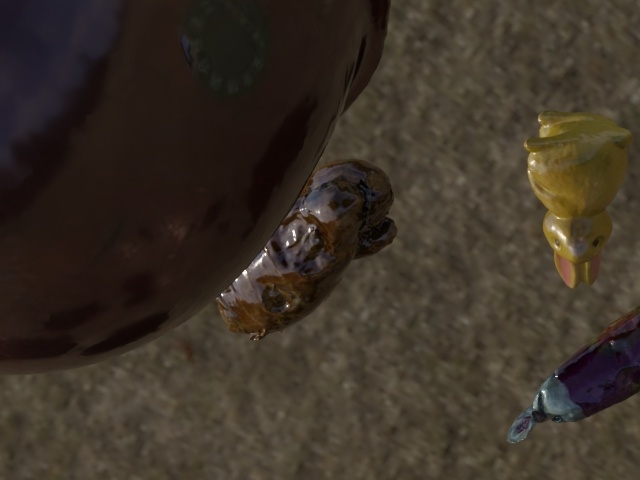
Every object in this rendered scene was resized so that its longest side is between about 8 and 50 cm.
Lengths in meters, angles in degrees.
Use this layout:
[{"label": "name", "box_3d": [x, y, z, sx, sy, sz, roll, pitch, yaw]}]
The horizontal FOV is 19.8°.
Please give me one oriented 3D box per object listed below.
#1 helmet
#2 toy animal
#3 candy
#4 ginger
[{"label": "helmet", "box_3d": [-0.163, -0.052, 0.888, 0.385, 0.337, 0.230, -27, 39, 39]}, {"label": "toy animal", "box_3d": [0.212, -0.023, 1.482, 0.083, 0.159, 0.070, 6, 33, 21]}, {"label": "candy", "box_3d": [0.176, 0.064, 1.032, 0.175, 0.045, 0.043, -37, 82, 14]}, {"label": "ginger", "box_3d": [0.000, 0.000, 1.228, 0.162, 0.073, 0.103, -40, 9, 42]}]
